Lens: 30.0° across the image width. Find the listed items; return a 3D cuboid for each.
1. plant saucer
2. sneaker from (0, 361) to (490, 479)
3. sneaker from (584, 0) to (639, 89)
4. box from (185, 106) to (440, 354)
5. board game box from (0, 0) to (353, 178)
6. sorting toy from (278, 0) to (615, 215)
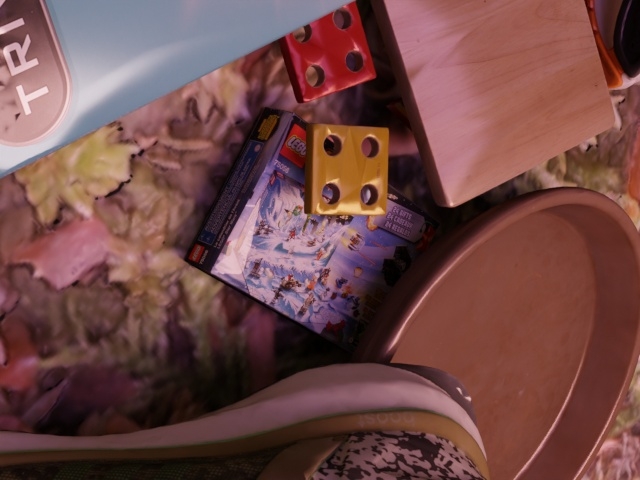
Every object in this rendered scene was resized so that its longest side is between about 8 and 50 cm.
[{"bbox_3d":[0.105,0.093,0.741,0.278,0.041,0.277,-22,125,-35],"label":"plant saucer"},{"bbox_3d":[-0.074,0.166,0.508,0.410,0.182,0.158,-16,110,-20],"label":"sneaker"},{"bbox_3d":[0.230,-0.223,0.760,0.121,0.099,0.262,1,109,-49],"label":"sneaker"},{"bbox_3d":[0.000,0.000,0.657,0.137,0.027,0.094,34,81,-42],"label":"box"},{"bbox_3d":[-0.077,-0.200,0.498,0.336,0.079,0.253,-33,121,-30],"label":"board game box"},{"bbox_3d":[0.083,-0.100,0.669,0.274,0.046,0.132,-27,105,-27],"label":"sorting toy"}]
